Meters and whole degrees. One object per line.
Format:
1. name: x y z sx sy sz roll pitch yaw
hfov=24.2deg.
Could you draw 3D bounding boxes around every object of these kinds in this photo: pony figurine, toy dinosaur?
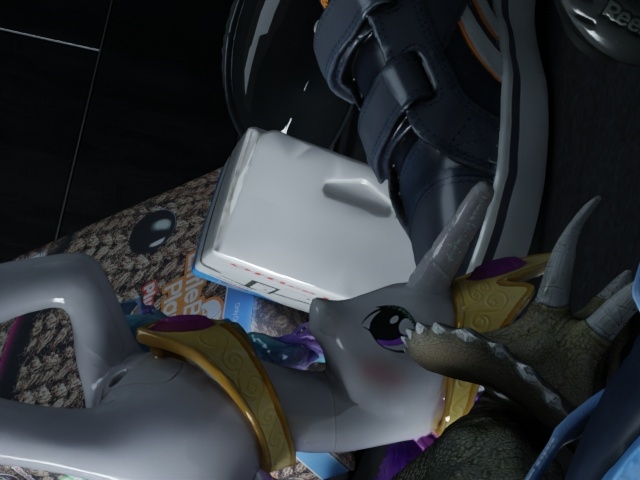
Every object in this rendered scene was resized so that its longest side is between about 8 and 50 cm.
1. pony figurine: -0.057 0.157 0.693 0.303 0.363 0.351 -142 48 -74
2. toy dinosaur: 0.057 0.134 0.494 0.313 0.121 0.160 -82 -1 -52

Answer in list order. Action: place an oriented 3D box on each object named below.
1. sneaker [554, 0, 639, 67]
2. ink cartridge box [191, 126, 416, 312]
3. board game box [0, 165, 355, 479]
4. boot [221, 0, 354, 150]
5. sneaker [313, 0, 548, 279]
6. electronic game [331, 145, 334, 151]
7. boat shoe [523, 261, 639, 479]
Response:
1. sneaker: 0.129 -0.202 0.558 0.130 0.109 0.286 177 106 -89
2. ink cartridge box: 0.000 0.000 0.982 0.203 0.148 0.086 151 137 -81
3. board game box: -0.123 0.094 1.210 0.291 0.141 0.232 -22 42 27
4. boot: 0.023 -0.226 1.298 0.445 0.146 0.367 -140 61 -77
5. sneaker: 0.056 -0.101 0.850 0.126 0.127 0.321 115 164 -54
6. electronic game: -0.015 -0.123 1.694 0.229 0.048 0.229 -168 90 -83
7. boat shoe: 0.129 0.008 0.308 0.258 0.109 0.089 -55 11 28
